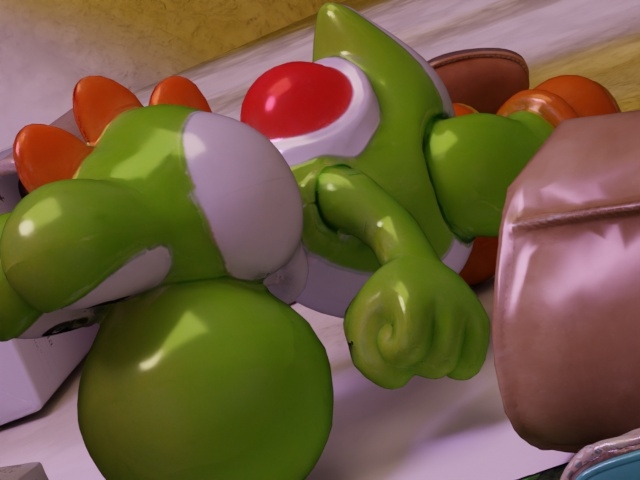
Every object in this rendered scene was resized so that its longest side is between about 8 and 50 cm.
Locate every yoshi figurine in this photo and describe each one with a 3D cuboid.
[{"bbox_3d":[0.001,0.028,0.866,0.362,0.204,0.203,-14,43,-45],"label":"yoshi figurine"}]

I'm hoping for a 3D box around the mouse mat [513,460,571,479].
[{"bbox_3d":[0.044,0.124,0.625,0.152,0.007,0.190,-20,11,8],"label":"mouse mat"}]

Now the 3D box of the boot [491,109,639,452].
[{"bbox_3d":[0.193,-0.048,0.660,0.269,0.089,0.236,-9,62,38],"label":"boot"}]

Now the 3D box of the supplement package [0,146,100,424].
[{"bbox_3d":[-0.231,0.030,1.216,0.133,0.139,0.244,-20,12,14],"label":"supplement package"}]

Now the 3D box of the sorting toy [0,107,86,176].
[{"bbox_3d":[-0.096,-0.023,1.227,0.208,0.038,0.193,25,17,1],"label":"sorting toy"}]

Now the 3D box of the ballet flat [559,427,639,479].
[{"bbox_3d":[0.155,0.063,0.577,0.168,0.057,0.052,-12,2,23],"label":"ballet flat"}]

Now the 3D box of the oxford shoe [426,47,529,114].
[{"bbox_3d":[0.077,-0.084,1.411,0.212,0.076,0.076,-23,41,-17],"label":"oxford shoe"}]

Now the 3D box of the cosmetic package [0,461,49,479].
[{"bbox_3d":[-0.227,0.155,0.836,0.239,0.060,0.099,-12,17,37],"label":"cosmetic package"}]
